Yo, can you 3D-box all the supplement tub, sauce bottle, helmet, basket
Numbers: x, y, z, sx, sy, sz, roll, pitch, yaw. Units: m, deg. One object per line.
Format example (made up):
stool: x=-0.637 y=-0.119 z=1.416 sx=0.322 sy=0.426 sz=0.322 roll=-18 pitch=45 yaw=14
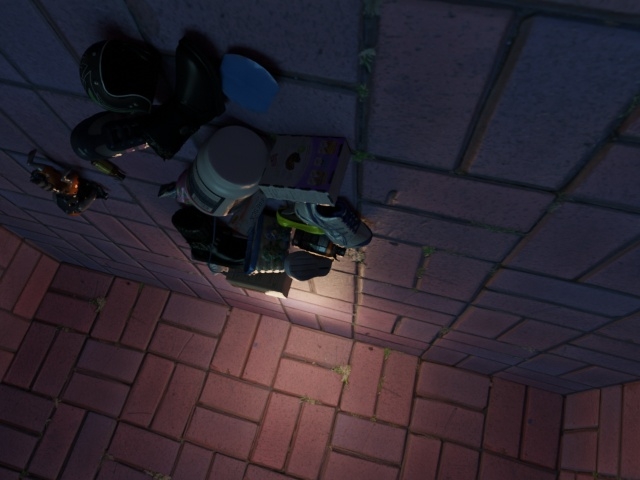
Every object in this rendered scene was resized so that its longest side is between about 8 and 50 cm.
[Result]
supplement tub: x=0.000 y=0.000 z=1.741 sx=0.198 sy=0.106 sz=0.106 roll=18 pitch=159 yaw=-3
sauce bottle: x=-0.782 y=-0.263 z=1.759 sx=0.042 sy=0.042 sz=0.128 roll=0 pitch=152 yaw=37
supplement tub: x=-0.265 y=-0.190 z=1.344 sx=0.191 sy=0.191 sz=0.272 roll=24 pitch=158 yaw=-19
helmet: x=-0.459 y=-0.370 z=1.085 sx=0.161 sy=0.169 sz=0.169 roll=11 pitch=162 yaw=-22
basket: x=-0.257 y=0.003 z=1.759 sx=0.289 sy=0.255 sz=0.201 roll=6 pitch=173 yaw=-12

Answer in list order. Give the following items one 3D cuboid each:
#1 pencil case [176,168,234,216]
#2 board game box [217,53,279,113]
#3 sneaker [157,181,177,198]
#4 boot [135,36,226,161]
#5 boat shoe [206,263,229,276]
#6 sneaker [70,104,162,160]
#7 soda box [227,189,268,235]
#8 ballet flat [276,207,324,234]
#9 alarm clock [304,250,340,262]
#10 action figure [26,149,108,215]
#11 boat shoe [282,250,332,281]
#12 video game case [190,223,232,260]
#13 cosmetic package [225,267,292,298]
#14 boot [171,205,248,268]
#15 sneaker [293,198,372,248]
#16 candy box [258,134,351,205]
pencil case: x=-0.345 y=-0.147 z=1.605 sx=0.284 sy=0.124 sz=0.124 roll=17 pitch=159 yaw=-3
board game box: x=-0.159 y=-0.359 z=1.065 sx=0.133 sy=0.033 sz=0.168 roll=30 pitch=155 yaw=-13
sneaker: x=-0.565 y=-0.179 z=1.797 sx=0.135 sy=0.052 sz=0.058 roll=-3 pitch=156 yaw=43
boot: x=-0.323 y=-0.302 z=1.068 sx=0.094 sy=0.207 sz=0.246 roll=40 pitch=165 yaw=13
boat shoe: x=-0.542 y=0.137 z=2.508 sx=0.277 sy=0.096 sz=0.098 roll=33 pitch=154 yaw=-36
sneaker: x=-0.444 y=-0.279 z=1.169 sx=0.131 sy=0.319 sz=0.112 roll=1 pitch=116 yaw=35
soda box: x=-0.221 y=-0.109 z=1.517 sx=0.058 sy=0.183 sz=0.063 roll=33 pitch=175 yaw=-34
ballet flat: x=-0.052 y=-0.074 z=1.651 sx=0.231 sy=0.077 sz=0.077 roll=10 pitch=142 yaw=22
alarm clock: x=-0.014 y=0.034 z=1.895 sx=0.192 sy=0.064 sz=0.129 roll=11 pitch=159 yaw=8
action figure: x=-1.078 y=-0.213 z=1.940 sx=0.341 sy=0.178 sz=0.330 roll=12 pitch=149 yaw=7
boat shoe: x=-0.064 y=0.090 z=1.756 sx=0.094 sy=0.109 sz=0.302 roll=15 pitch=-179 yaw=28
video game case: x=-0.495 y=0.020 z=2.148 sx=0.196 sy=0.026 sz=0.274 roll=12 pitch=142 yaw=0
cosmetic package: x=-0.293 y=0.174 z=2.340 sx=0.296 sy=0.153 sz=0.129 roll=12 pitch=160 yaw=15
boot: x=-0.423 y=-0.011 z=1.968 sx=0.348 sy=0.131 sz=0.260 roll=3 pitch=141 yaw=11
sneaker: x=0.060 y=-0.063 z=1.529 sx=0.296 sy=0.112 sz=0.131 roll=25 pitch=157 yaw=-22
candy box: x=-0.039 y=-0.184 z=1.224 sx=0.196 sy=0.165 sz=0.070 roll=8 pitch=156 yaw=22
